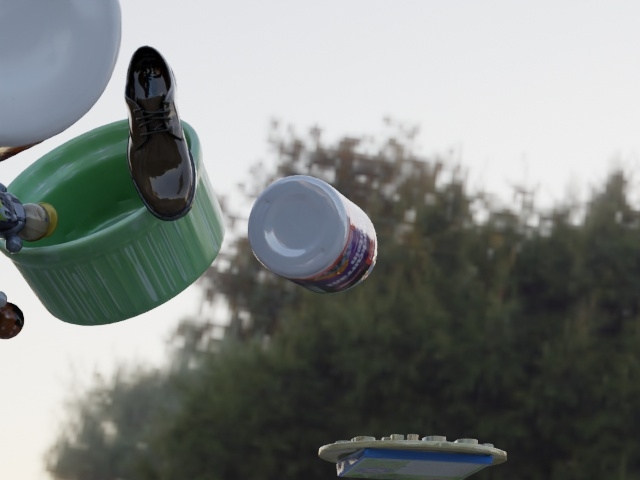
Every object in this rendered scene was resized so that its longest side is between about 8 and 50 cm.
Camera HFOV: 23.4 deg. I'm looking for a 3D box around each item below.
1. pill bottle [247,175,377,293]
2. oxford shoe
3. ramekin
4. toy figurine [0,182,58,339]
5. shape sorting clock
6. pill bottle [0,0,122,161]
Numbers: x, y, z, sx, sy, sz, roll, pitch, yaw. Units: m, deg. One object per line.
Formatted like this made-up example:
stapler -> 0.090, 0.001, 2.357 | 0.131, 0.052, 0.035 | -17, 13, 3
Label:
pill bottle -> 0.000, 0.000, 1.665 | 0.108, 0.108, 0.193 | 3, -8, 16
oxford shoe -> -0.206, -0.134, 1.898 | 0.083, 0.227, 0.096 | -13, -17, -2
ramekin -> -0.275, -0.022, 2.069 | 0.303, 0.303, 0.148 | -3, -53, 31
toy figurine -> -0.449, 0.021, 1.946 | 0.210, 0.213, 0.148 | 12, -3, 36
shape sorting clock -> 0.101, 0.234, 1.703 | 0.206, 0.040, 0.206 | 0, -19, 0
pill bottle -> -0.349, -0.174, 1.454 | 0.224, 0.224, 0.392 | 16, -10, -23
